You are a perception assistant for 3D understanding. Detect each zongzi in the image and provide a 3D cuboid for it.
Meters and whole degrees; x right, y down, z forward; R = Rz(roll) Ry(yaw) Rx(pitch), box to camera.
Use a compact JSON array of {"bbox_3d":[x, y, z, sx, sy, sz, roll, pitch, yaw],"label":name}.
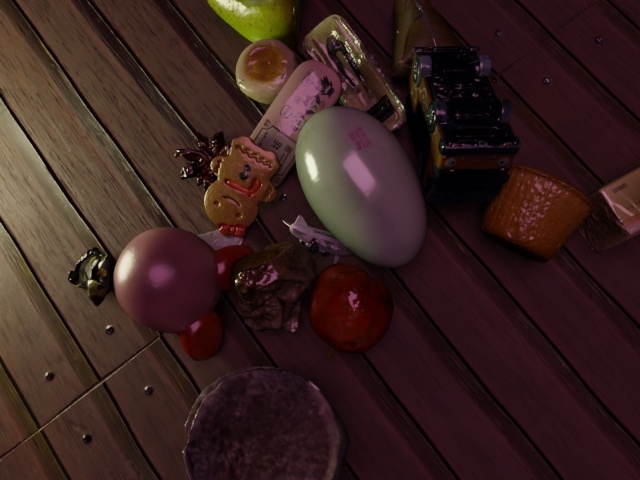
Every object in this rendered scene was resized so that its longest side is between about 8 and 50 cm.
[{"bbox_3d":[0.292,-0.477,1.187,0.255,0.115,0.229,4,74,-1],"label":"zongzi"}]

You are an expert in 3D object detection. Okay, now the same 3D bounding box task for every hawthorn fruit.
[{"bbox_3d":[0.053,0.154,1.042,0.179,0.179,0.201,26,96,9],"label":"hawthorn fruit"}]

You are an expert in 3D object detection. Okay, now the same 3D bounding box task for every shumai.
[{"bbox_3d":[-0.083,0.111,1.030,0.183,0.218,0.186,-17,100,-9],"label":"shumai"}]

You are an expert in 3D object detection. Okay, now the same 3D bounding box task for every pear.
[{"bbox_3d":[-0.157,-0.630,1.228,0.291,0.159,0.293,-1,78,7],"label":"pear"}]

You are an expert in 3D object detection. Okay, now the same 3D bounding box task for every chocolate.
[{"bbox_3d":[-0.115,0.422,0.964,0.302,0.213,0.304,8,45,-8],"label":"chocolate"}]

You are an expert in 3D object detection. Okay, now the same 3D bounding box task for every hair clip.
[{"bbox_3d":[0.087,-0.375,1.186,0.138,0.091,0.322,-34,80,20],"label":"hair clip"}]

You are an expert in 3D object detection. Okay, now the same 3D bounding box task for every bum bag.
[{"bbox_3d":[-0.490,0.073,1.092,0.060,0.232,0.107,18,85,-37],"label":"bum bag"}]

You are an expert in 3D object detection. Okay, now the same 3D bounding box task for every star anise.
[{"bbox_3d":[-0.260,-0.185,1.192,0.167,0.057,0.168,1,80,-5],"label":"star anise"}]

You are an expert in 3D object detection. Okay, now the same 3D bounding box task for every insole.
[{"bbox_3d":[-0.292,0.016,1.177,0.231,0.003,0.080,-13,77,2],"label":"insole"}]

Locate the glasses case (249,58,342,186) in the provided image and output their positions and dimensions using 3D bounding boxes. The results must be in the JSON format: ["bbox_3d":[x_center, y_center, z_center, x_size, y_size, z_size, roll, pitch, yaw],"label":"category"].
[{"bbox_3d":[-0.069,-0.263,1.155,0.122,0.075,0.315,36,99,-1],"label":"glasses case"}]

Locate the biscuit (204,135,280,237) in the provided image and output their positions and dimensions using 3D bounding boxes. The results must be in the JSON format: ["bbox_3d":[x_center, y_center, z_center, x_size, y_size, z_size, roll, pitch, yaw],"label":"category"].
[{"bbox_3d":[-0.184,-0.117,1.137,0.165,0.036,0.226,32,103,0],"label":"biscuit"}]

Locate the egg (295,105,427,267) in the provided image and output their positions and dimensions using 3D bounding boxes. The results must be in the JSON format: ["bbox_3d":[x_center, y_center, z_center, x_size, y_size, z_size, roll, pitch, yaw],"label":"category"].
[{"bbox_3d":[0.090,-0.112,1.062,0.229,0.230,0.371,-32,84,-3],"label":"egg"}]

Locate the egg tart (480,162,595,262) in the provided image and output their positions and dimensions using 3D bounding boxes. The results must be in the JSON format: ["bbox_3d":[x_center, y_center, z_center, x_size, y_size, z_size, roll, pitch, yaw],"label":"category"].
[{"bbox_3d":[0.435,-0.062,1.045,0.215,0.215,0.171,30,92,10],"label":"egg tart"}]

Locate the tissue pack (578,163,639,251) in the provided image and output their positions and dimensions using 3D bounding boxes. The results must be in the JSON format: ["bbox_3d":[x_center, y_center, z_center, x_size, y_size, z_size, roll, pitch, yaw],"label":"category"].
[{"bbox_3d":[0.670,-0.091,1.047,0.234,0.159,0.125,-28,77,-2],"label":"tissue pack"}]

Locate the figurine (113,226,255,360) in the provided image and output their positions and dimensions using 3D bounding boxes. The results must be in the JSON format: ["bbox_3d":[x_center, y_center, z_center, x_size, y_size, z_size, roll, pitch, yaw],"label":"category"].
[{"bbox_3d":[-0.303,0.084,1.054,0.261,0.211,0.270,24,81,8],"label":"figurine"}]

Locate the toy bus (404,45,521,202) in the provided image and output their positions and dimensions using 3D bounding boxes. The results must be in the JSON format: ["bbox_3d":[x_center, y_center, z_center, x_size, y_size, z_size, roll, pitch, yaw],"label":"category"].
[{"bbox_3d":[0.275,-0.241,1.040,0.161,0.194,0.324,-1,52,-3],"label":"toy bus"}]

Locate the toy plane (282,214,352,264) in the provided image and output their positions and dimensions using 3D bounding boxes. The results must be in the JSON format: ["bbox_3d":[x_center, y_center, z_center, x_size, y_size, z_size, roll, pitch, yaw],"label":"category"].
[{"bbox_3d":[0.000,0.000,1.108,0.171,0.162,0.066,31,95,-27],"label":"toy plane"}]

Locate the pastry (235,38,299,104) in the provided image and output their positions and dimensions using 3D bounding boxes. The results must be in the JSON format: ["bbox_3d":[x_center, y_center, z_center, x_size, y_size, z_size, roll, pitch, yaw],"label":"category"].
[{"bbox_3d":[-0.124,-0.401,1.209,0.156,0.092,0.157,-1,75,5],"label":"pastry"}]
